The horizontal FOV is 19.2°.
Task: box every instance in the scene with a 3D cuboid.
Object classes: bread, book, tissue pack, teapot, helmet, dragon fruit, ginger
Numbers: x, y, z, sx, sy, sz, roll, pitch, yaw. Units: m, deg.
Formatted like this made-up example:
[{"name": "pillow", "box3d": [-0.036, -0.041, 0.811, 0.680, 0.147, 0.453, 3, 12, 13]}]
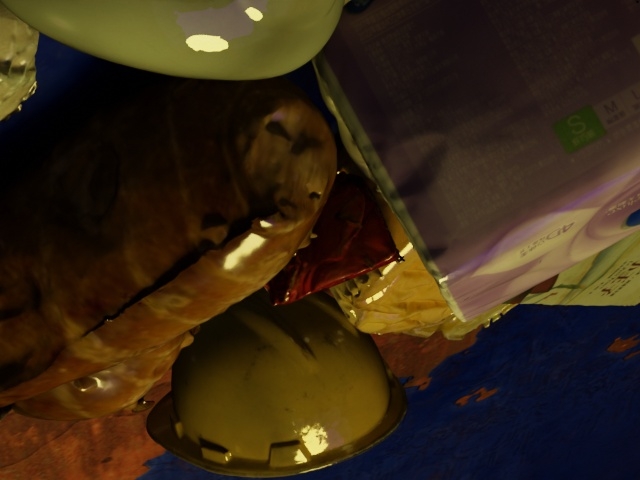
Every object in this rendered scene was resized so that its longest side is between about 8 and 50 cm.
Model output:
[{"name": "bread", "box3d": [0.099, -0.038, 1.565, 0.179, 0.133, 0.250, 6, 136, -44]}, {"name": "book", "box3d": [0.268, -0.005, 1.732, 0.289, 0.026, 0.201, 1, 142, -46]}, {"name": "tissue pack", "box3d": [0.178, -0.123, 1.347, 0.338, 0.242, 0.160, -28, 159, 4]}, {"name": "teapot", "box3d": [-0.067, -0.187, 1.099, 0.318, 0.220, 0.149, -61, 169, -73]}, {"name": "helmet", "box3d": [-0.051, 0.101, 1.687, 0.205, 0.257, 0.140, -35, 124, -42]}, {"name": "dragon fruit", "box3d": [0.000, 0.000, 1.414, 0.106, 0.083, 0.162, -23, -178, 3]}, {"name": "ginger", "box3d": [-0.138, 0.012, 1.385, 0.418, 0.176, 0.254, -36, 162, 26]}]

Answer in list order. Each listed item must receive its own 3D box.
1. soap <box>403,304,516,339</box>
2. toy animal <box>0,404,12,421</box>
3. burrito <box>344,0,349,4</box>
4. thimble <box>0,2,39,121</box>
[{"name": "soap", "box3d": [0.183, -0.029, 1.736, 0.315, 0.091, 0.199, -40, 154, 25]}, {"name": "toy animal", "box3d": [-0.337, 0.193, 1.543, 0.272, 0.197, 0.160, -20, 159, -27]}, {"name": "burrito", "box3d": [-0.007, -0.175, 1.290, 0.149, 0.055, 0.041, -23, -162, -4]}, {"name": "thimble", "box3d": [-0.229, -0.114, 1.106, 0.115, 0.102, 0.090, 9, -176, 42]}]
